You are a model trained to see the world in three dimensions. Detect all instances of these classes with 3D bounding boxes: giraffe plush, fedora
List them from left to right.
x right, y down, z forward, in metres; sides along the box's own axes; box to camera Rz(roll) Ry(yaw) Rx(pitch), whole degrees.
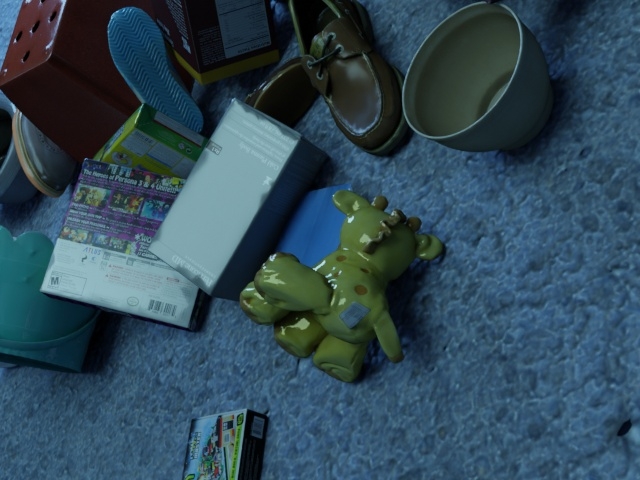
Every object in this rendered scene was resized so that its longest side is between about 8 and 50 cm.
[{"bbox_3d":[-0.617,-0.153,2.100,0.275,0.124,0.244,0,70,40],"label":"fedora"},{"bbox_3d":[0.035,0.035,1.219,0.210,0.181,0.170,-21,32,54],"label":"giraffe plush"}]

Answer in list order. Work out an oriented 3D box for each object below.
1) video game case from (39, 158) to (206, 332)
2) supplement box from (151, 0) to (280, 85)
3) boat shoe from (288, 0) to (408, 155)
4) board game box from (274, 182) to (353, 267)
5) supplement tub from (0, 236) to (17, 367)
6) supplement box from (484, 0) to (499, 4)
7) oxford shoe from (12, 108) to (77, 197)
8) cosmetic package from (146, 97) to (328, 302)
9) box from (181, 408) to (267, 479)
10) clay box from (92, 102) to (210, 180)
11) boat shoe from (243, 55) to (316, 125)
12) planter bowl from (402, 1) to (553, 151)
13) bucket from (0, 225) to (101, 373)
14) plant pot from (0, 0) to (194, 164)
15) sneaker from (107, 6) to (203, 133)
[{"bbox_3d":[-0.260,0.004,1.553,0.232,0.042,0.210,12,75,12],"label":"video game case"},{"bbox_3d":[-0.169,-0.366,1.621,0.129,0.194,0.191,-21,36,-17],"label":"supplement box"},{"bbox_3d":[0.022,-0.229,1.416,0.111,0.104,0.307,-45,41,22],"label":"boat shoe"},{"bbox_3d":[0.000,0.000,1.364,0.168,0.033,0.133,-8,59,59],"label":"board game box"},{"bbox_3d":[-0.555,0.104,1.860,0.144,0.144,0.200,-17,57,43],"label":"supplement tub"},{"bbox_3d":[0.238,-0.338,1.155,0.188,0.104,0.081,-21,39,-12],"label":"supplement box"},{"bbox_3d":[-0.466,-0.246,1.983,0.132,0.130,0.364,-25,52,29],"label":"oxford shoe"},{"bbox_3d":[-0.109,-0.050,1.439,0.127,0.107,0.238,31,92,25],"label":"cosmetic package"},{"bbox_3d":[-0.126,0.315,1.322,0.114,0.036,0.207,-19,55,43],"label":"box"},{"bbox_3d":[-0.264,-0.111,1.633,0.222,0.127,0.053,-31,36,51],"label":"clay box"},{"bbox_3d":[-0.082,-0.180,1.533,0.207,0.073,0.073,-49,37,18],"label":"boat shoe"},{"bbox_3d":[0.185,-0.163,1.183,0.162,0.109,0.162,-27,50,38],"label":"planter bowl"},{"bbox_3d":[-0.468,0.094,1.673,0.281,0.281,0.183,-5,71,48],"label":"bucket"},{"bbox_3d":[-0.379,-0.302,1.821,0.267,0.235,0.267,-12,60,46],"label":"plant pot"},{"bbox_3d":[-0.261,-0.251,1.684,0.087,0.229,0.092,-27,2,-10],"label":"sneaker"}]
